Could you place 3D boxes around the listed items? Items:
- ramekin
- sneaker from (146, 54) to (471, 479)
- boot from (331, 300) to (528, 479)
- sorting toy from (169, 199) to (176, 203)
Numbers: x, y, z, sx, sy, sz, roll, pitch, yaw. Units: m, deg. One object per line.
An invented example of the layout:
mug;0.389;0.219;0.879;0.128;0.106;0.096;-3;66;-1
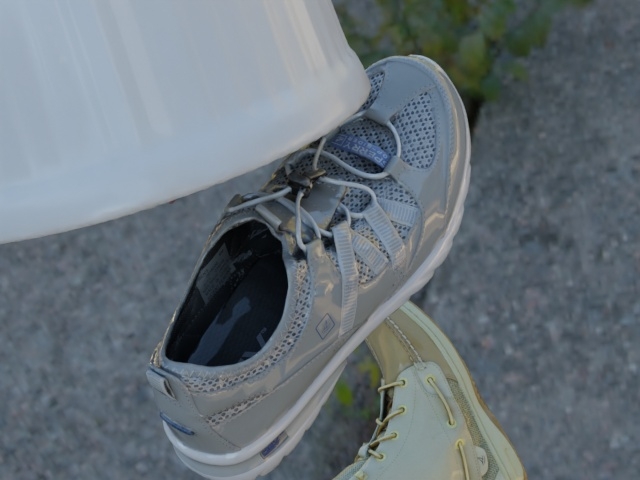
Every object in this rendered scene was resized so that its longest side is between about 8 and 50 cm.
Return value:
ramekin;-0.121;-0.109;0.821;0.277;0.135;0.277;-15;17;5
sneaker;0.000;0.000;0.828;0.105;0.115;0.281;19;67;25
boot;0.062;0.195;1.466;0.203;0.095;0.262;-31;88;-24
sorting toy;-0.108;-0.066;0.815;0.042;0.061;0.102;-19;72;-16
